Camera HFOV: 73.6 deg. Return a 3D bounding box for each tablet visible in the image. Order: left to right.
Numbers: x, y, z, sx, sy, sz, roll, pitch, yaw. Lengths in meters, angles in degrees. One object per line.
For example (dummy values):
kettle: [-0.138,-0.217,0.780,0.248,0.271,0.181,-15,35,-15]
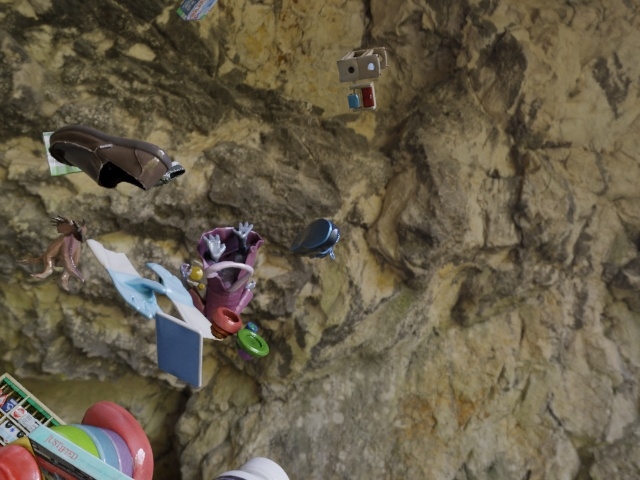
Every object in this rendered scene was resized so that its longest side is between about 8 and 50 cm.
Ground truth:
tablet: [-0.142,0.110,0.428,0.054,0.006,0.083,21,-56,13]

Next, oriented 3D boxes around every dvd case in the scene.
dvd case: [-0.165,0.189,0.314,0.087,0.013,0.119,22,-53,12]

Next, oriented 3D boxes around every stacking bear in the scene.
stacking bear: [-0.377,0.322,0.553,0.164,0.175,0.289,12,-11,23]

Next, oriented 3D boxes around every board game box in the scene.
board game box: [-0.338,-0.756,1.295,0.201,0.136,0.035,-36,-75,27]

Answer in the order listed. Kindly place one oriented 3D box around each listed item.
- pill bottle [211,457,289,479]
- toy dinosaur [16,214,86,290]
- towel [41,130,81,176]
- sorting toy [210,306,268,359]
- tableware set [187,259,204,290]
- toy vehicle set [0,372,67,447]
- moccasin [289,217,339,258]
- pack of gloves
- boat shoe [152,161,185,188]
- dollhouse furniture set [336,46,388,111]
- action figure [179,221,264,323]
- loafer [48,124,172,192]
pill bottle: [-0.105,0.321,0.457,0.108,0.193,0.108,2,-86,21]
toy dinosaur: [-0.736,0.022,1.234,0.296,0.200,0.127,15,-20,47]
towel: [-0.874,-0.300,1.454,0.113,0.151,0.023,-11,-2,-7]
sorting toy: [-0.120,0.140,0.612,0.042,0.102,0.061,-53,-22,9]
tableware set: [-0.383,0.095,1.446,0.104,0.154,0.024,28,-28,-16]
toy vehicle set: [-0.769,0.481,1.072,0.267,0.166,0.035,37,-40,5]
moccasin: [0.000,0.000,1.550,0.117,0.137,0.342,30,-13,-17]
pack of gloves: [-0.287,0.078,0.773,0.046,0.232,0.195,-53,-34,2]
boat shoe: [-0.457,-0.188,1.260,0.040,0.142,0.049,35,-42,7]
dollhouse furniture set: [0.144,-0.495,1.352,0.129,0.129,0.183,0,-57,21]
action figure: [-0.262,0.141,1.230,0.248,0.275,0.370,1,-60,-28]
loafer: [-0.598,-0.218,1.170,0.366,0.130,0.133,10,-27,14]
